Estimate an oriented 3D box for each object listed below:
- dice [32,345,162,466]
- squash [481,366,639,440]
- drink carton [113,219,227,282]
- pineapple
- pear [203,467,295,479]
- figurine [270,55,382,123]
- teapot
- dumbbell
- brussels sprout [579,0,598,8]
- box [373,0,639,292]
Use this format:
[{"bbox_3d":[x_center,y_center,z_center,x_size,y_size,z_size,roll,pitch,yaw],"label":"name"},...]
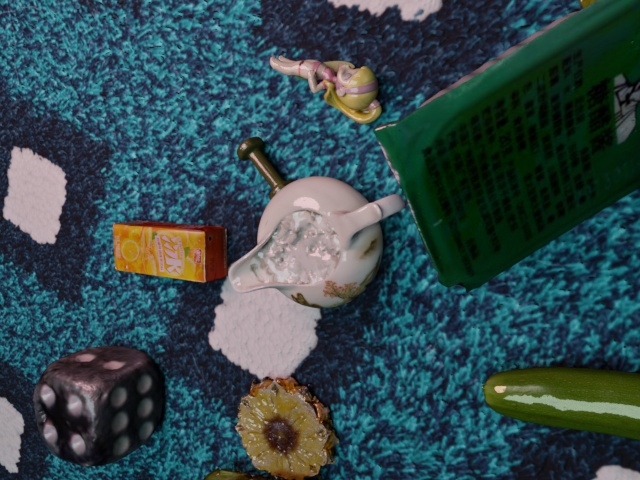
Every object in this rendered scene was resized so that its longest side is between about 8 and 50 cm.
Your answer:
[{"bbox_3d":[-0.440,0.323,1.054,0.183,0.181,0.182,6,102,26],"label":"dice"},{"bbox_3d":[0.360,0.206,0.674,0.292,0.082,0.082,0,98,29],"label":"squash"},{"bbox_3d":[-0.283,0.018,0.988,0.222,0.071,0.096,4,99,26],"label":"drink carton"},{"bbox_3d":[-0.064,0.345,0.937,0.221,0.047,0.221,5,101,26],"label":"pineapple"},{"bbox_3d":[-0.108,0.549,0.916,0.238,0.164,0.256,-8,110,34],"label":"pear"},{"bbox_3d":[0.011,-0.239,0.798,0.187,0.083,0.083,23,108,16],"label":"figurine"},{"bbox_3d":[0.000,0.000,0.799,0.298,0.139,0.204,-32,81,28],"label":"teapot"},{"bbox_3d":[-0.090,-0.117,0.876,0.118,0.052,0.046,53,141,11],"label":"dumbbell"},{"bbox_3d":[0.360,-0.291,0.577,0.155,0.117,0.155,13,108,47],"label":"brussels sprout"},{"bbox_3d":[0.230,-0.121,0.584,0.336,0.264,0.106,-32,40,-1],"label":"box"}]
